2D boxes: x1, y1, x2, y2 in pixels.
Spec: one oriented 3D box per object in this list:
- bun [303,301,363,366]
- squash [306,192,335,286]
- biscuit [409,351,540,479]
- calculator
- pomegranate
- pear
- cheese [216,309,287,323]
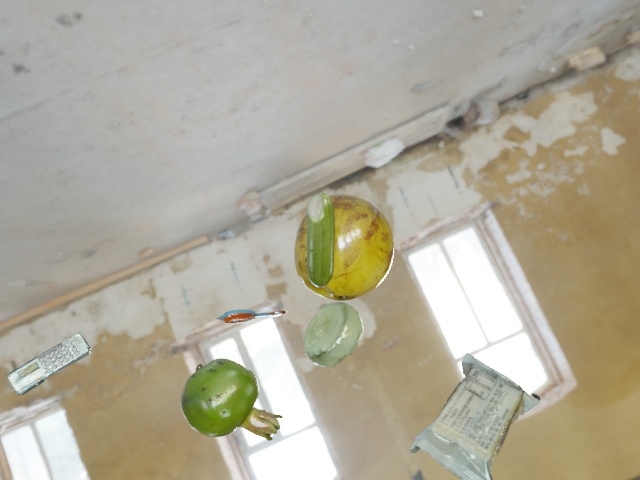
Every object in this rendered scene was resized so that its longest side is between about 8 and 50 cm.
[{"bbox_3d":[0.044,0.273,1.778,0.118,0.195,0.195,35,134,-28],"label":"bun"},{"bbox_3d":[0.000,0.000,1.469,0.069,0.238,0.069,1,-159,0],"label":"squash"},{"bbox_3d":[0.330,0.369,1.299,0.309,0.186,0.079,-37,147,-49],"label":"biscuit"},{"bbox_3d":[-0.585,0.266,1.353,0.172,0.057,0.018,-32,176,-20],"label":"calculator"},{"bbox_3d":[-0.254,0.476,1.799,0.236,0.302,0.236,-49,-176,5],"label":"pomegranate"},{"bbox_3d":[0.061,0.020,1.655,0.281,0.280,0.281,-23,171,-4],"label":"pear"},{"bbox_3d":[-0.247,0.270,2.242,0.256,0.037,0.106,0,161,-24],"label":"cheese"}]
